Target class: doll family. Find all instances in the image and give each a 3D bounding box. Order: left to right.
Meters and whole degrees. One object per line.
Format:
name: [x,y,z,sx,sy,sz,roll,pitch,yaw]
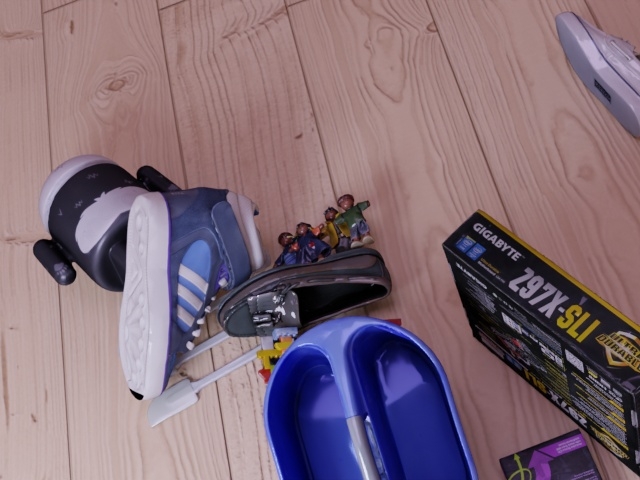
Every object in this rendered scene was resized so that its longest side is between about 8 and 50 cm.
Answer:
doll family: [0.000,0.000,1.720,0.193,0.076,0.111,-27,58,5]

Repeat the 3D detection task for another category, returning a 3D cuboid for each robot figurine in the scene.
robot figurine: [-0.343,-0.024,1.801,0.278,0.209,0.174,38,118,34]

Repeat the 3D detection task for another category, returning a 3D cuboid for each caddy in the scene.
caddy: [0.067,0.266,1.394,0.241,0.179,0.341,-19,79,8]

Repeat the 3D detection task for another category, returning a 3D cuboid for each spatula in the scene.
spatula: [-0.189,0.164,1.712,0.242,0.019,0.168,-31,52,-1]

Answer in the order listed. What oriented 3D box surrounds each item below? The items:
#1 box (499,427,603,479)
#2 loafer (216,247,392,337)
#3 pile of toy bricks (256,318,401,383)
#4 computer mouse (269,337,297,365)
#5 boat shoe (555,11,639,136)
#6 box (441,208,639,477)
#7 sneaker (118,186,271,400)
box: [0.312,0.335,1.412,0.116,0.029,0.162,-23,55,5]
loafer: [-0.023,0.086,1.633,0.267,0.096,0.084,-20,34,-5]
pile of toy bricks: [0.023,0.175,1.552,0.212,0.118,0.105,-3,76,-12]
computer mouse: [0.009,0.217,1.600,0.242,0.041,0.071,34,55,29]
boat shoe: [0.464,-0.273,1.730,0.084,0.095,0.258,-27,63,-4]
box: [0.308,0.132,1.406,0.079,0.257,0.322,-42,54,-10]
sneaker: [-0.175,0.080,1.683,0.130,0.236,0.323,10,99,57]
